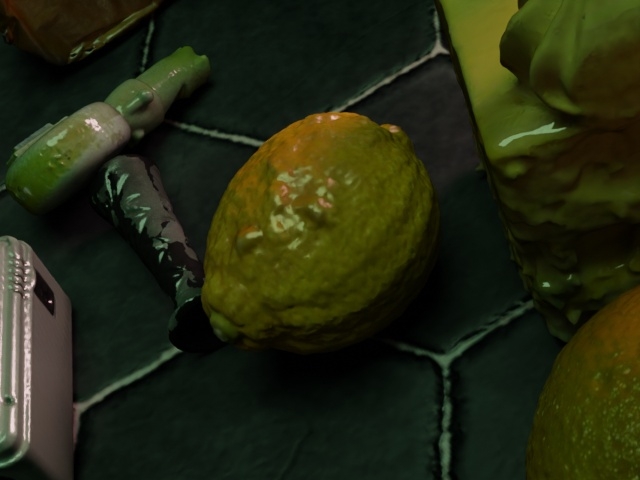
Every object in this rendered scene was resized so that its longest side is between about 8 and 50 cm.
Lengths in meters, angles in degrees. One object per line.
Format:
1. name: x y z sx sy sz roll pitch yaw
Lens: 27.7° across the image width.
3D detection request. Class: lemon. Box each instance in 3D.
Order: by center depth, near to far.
1. lemon: 0.000 0.000 0.833 0.142 0.142 0.187 28 64 36

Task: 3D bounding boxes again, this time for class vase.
1. vase: -0.111 0.007 0.925 0.059 0.059 0.167 -32 48 -7

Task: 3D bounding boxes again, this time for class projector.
1. projector: -0.301 0.117 0.876 0.257 0.099 0.192 -17 49 7

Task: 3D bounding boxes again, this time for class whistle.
1. whistle: -0.166 -0.094 1.014 0.198 0.057 0.104 -45 6 -30

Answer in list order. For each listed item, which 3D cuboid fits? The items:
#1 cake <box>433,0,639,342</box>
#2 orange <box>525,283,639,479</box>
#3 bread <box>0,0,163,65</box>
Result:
1. cake: 0.189 -0.110 0.757 0.222 0.286 0.227 -18 48 6
2. orange: 0.216 0.114 0.608 0.236 0.236 0.236 -10 49 12
3. bread: -0.221 -0.257 1.104 0.199 0.199 0.104 -40 48 -14
